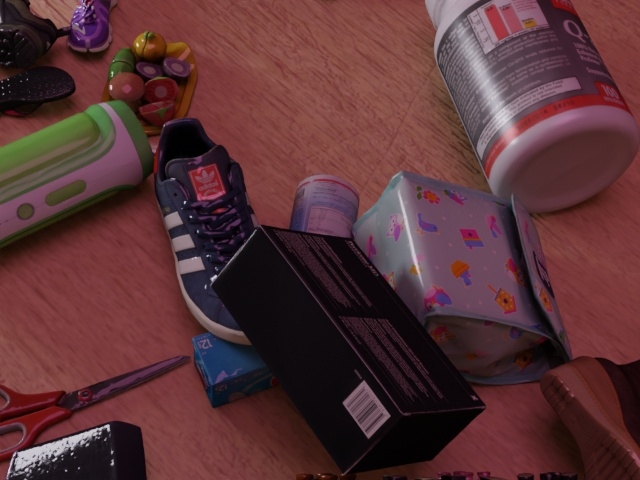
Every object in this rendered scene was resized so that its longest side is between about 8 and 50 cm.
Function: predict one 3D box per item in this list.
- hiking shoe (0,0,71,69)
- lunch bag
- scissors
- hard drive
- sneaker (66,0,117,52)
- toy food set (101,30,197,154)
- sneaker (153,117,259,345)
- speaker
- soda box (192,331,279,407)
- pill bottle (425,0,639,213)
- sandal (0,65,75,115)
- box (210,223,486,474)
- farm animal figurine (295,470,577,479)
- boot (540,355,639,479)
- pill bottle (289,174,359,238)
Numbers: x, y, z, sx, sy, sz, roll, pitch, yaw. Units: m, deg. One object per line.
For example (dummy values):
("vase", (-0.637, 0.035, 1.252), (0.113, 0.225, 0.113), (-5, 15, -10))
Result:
("hiking shoe", (-0.484, -0.322, 1.653), (0.227, 0.086, 0.114), (26, 37, 16))
("lunch bag", (0.195, 0.053, 1.397), (0.262, 0.160, 0.223), (12, 49, -26))
("scissors", (-0.298, 0.203, 1.345), (0.297, 0.021, 0.109), (-6, 55, -10))
("hard drive", (-0.271, 0.318, 1.198), (0.172, 0.054, 0.254), (-18, 47, 11))
("sneaker", (-0.345, -0.352, 1.678), (0.068, 0.071, 0.170), (3, 57, -2))
("toy food set", (-0.249, -0.224, 1.599), (0.128, 0.071, 0.218), (8, 56, 1))
("sneaker", (-0.131, -0.024, 1.388), (0.131, 0.148, 0.350), (-18, 46, -19))
("speaker", (-0.372, -0.076, 1.460), (0.296, 0.131, 0.131), (-28, 63, -21))
("soda box", (-0.048, 0.131, 1.381), (0.210, 0.067, 0.071), (-18, 59, -15))
("pill bottle", (0.281, -0.237, 1.566), (0.210, 0.210, 0.363), (-11, 58, -11))
("sandal", (-0.433, -0.204, 1.597), (0.179, 0.040, 0.067), (-12, 51, 5))
("box", (0.030, 0.113, 1.204), (0.184, 0.103, 0.261), (5, 41, -54))
("farm animal figurine", (0.132, 0.328, 1.153), (0.330, 0.327, 0.172), (-1, 79, 1))
("boot", (0.380, 0.237, 1.294), (0.207, 0.090, 0.248), (3, 48, -39))
("pill bottle", (0.000, 0.000, 1.460), (0.087, 0.087, 0.160), (9, 57, 1))
